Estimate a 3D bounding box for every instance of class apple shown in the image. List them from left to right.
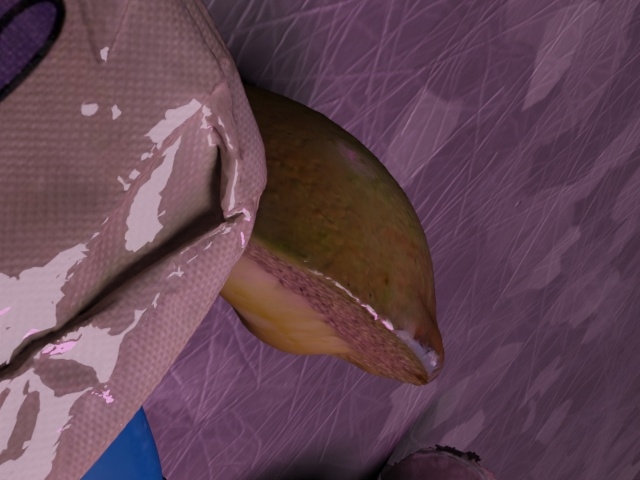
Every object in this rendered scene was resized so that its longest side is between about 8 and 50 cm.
[{"bbox_3d":[0.000,0.000,0.921,0.120,0.193,0.265,-57,155,-9],"label":"apple"}]

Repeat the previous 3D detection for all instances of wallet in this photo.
[{"bbox_3d":[-0.150,-0.032,0.561,0.275,0.068,0.335,-48,119,-27],"label":"wallet"}]

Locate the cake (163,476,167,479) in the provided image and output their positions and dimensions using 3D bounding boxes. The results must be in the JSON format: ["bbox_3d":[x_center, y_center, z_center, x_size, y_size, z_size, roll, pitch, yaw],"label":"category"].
[{"bbox_3d":[-0.152,0.177,0.814,0.158,0.283,0.172,-50,140,0],"label":"cake"}]

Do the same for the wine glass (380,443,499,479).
[{"bbox_3d":[0.027,0.311,1.428,0.357,0.190,0.190,-20,143,-57],"label":"wine glass"}]

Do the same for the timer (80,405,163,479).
[{"bbox_3d":[-0.229,0.111,0.630,0.340,0.115,0.309,-34,121,-32],"label":"timer"}]
